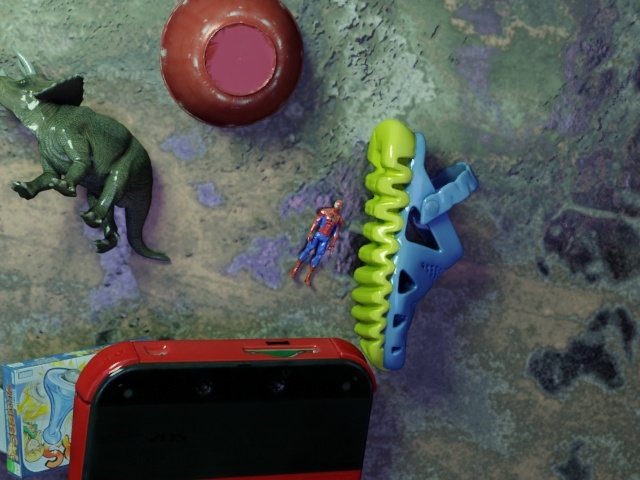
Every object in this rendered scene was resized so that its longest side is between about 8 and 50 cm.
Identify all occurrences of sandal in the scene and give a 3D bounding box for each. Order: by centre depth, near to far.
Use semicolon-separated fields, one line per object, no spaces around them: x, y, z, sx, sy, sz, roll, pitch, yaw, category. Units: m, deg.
0.119;0.013;1.757;0.138;0.126;0.317;6;100;-15;sandal

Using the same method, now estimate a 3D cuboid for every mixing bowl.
-0.101;-0.221;1.687;0.181;0.098;0.181;-2;101;-10;mixing bowl

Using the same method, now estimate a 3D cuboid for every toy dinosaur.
-0.263;-0.090;1.669;0.313;0.121;0.160;38;59;-27;toy dinosaur

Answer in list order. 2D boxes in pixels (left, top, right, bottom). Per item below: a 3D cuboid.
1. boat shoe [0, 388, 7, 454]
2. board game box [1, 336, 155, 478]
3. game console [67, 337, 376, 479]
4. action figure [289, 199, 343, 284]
-0.451;0.192;1.708;0.258;0.084;0.095;39;68;-15;boat shoe
-0.290;0.202;1.716;0.201;0.035;0.136;-10;104;-39;board game box
-0.124;0.288;1.753;0.386;0.060;0.342;1;110;-22;game console
0.000;0.000;1.780;0.038;0.030;0.115;26;93;-8;action figure
